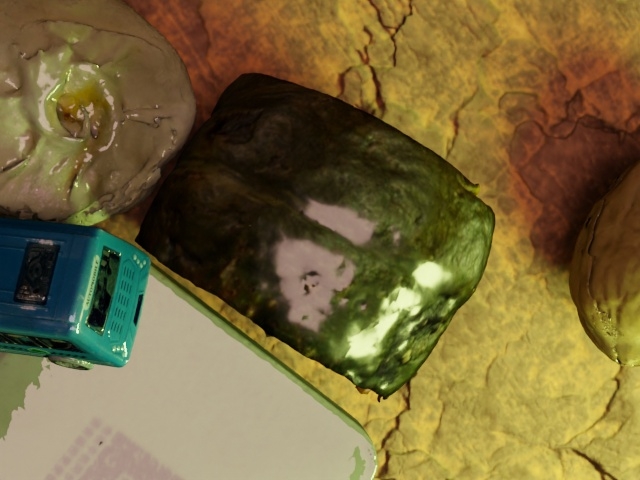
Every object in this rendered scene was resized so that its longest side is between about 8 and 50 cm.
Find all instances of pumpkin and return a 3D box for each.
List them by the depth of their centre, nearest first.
[{"bbox_3d":[0.000,0.000,1.215,0.303,0.256,0.225,30,85,-33],"label":"pumpkin"}]

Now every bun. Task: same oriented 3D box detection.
[{"bbox_3d":[-0.236,-0.119,1.186,0.239,0.141,0.239,-3,100,-17],"label":"bun"}]

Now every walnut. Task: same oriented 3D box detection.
[{"bbox_3d":[0.363,0.022,1.356,0.198,0.198,0.245,32,78,-17],"label":"walnut"}]

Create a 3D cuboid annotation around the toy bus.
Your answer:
[{"bbox_3d":[-0.286,0.038,1.145,0.246,0.134,0.113,6,74,18],"label":"toy bus"}]

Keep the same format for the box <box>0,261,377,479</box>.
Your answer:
[{"bbox_3d":[-0.180,0.240,1.259,0.373,0.090,0.367,39,87,-9],"label":"box"}]
